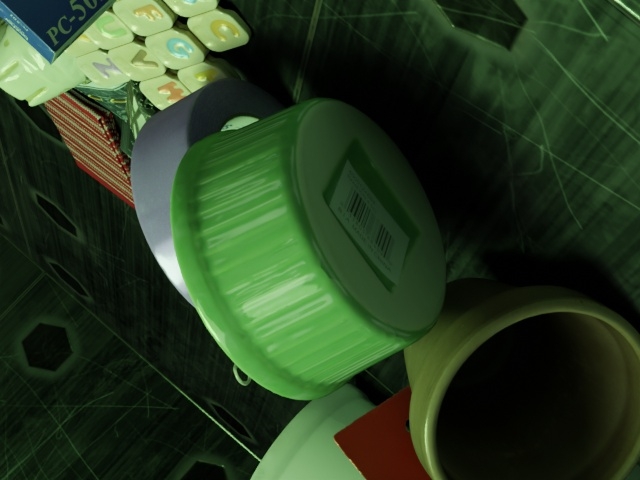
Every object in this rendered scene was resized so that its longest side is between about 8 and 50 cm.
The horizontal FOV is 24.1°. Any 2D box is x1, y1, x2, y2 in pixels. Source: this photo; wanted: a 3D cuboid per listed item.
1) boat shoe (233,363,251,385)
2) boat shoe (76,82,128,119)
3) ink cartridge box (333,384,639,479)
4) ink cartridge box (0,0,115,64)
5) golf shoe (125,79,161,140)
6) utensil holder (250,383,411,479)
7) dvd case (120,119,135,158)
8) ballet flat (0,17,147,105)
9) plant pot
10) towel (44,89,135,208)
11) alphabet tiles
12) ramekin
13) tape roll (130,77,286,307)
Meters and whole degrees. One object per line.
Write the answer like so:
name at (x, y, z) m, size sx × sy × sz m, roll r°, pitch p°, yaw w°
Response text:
boat shoe at (-0.093, 0.151, 2.357) m, size 0.136 × 0.156 × 0.367 m, roll 50°, pitch 161°, yaw -24°
boat shoe at (-0.303, -0.214, 2.089) m, size 0.183 × 0.065 × 0.083 m, roll 19°, pitch 150°, yaw 50°
ink cartridge box at (0.251, 0.273, 1.679) m, size 0.385 × 0.308 × 0.091 m, roll 46°, pitch 137°, yaw 18°
ink cartridge box at (-0.237, -0.287, 1.526) m, size 0.097 × 0.207 × 0.046 m, roll 44°, pitch 163°, yaw -5°
golf shoe at (-0.214, -0.146, 1.974) m, size 0.094 × 0.077 × 0.198 m, roll -150°, pitch 54°, yaw -66°
utensil holder at (0.109, 0.469, 2.407) m, size 0.385 × 0.327 × 0.327 m, roll 33°, pitch 161°, yaw 22°
dvd case at (-0.199, -0.094, 2.213) m, size 0.238 × 0.029 × 0.179 m, roll 41°, pitch 163°, yaw 3°
ballet flat at (-0.383, -0.258, 1.961) m, size 0.164 × 0.182 × 0.483 m, roll 50°, pitch 161°, yaw -29°
plant pot at (0.199, 0.145, 1.624) m, size 0.263 × 0.263 × 0.229 m, roll 51°, pitch 180°, yaw -25°
towel at (-0.368, -0.163, 2.419) m, size 0.199 × 0.031 × 0.275 m, roll 34°, pitch 160°, yaw 30°
alphabet tiles at (-0.222, -0.253, 1.708) m, size 0.278 × 0.021 × 0.284 m, roll -10°, pitch 135°, yaw 42°
ramekin at (0.000, 0.000, 1.558) m, size 0.148 × 0.303 × 0.303 m, roll -25°, pitch 118°, yaw 31°
tape roll at (-0.087, -0.041, 1.688) m, size 0.090 × 0.275 × 0.275 m, roll -25°, pitch 118°, yaw 30°
